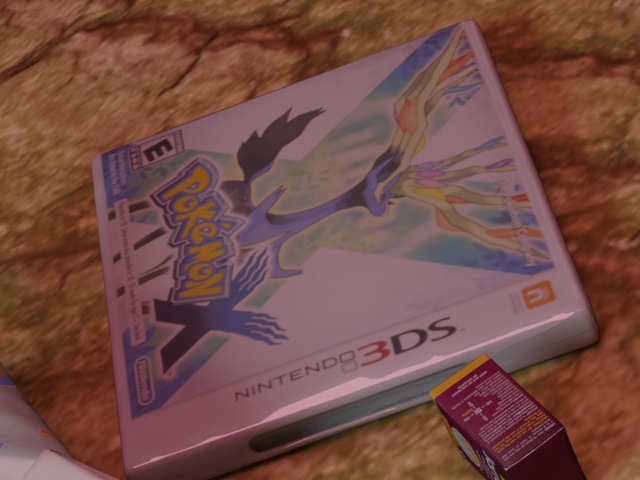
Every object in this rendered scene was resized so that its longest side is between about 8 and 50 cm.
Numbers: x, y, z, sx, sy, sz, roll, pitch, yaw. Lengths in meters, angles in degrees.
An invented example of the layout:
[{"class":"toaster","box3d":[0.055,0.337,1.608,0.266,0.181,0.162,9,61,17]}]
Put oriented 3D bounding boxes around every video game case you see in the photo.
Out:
[{"class":"video game case","box3d":[0.000,0.000,1.310,0.300,0.036,0.329,-20,39,5]}]

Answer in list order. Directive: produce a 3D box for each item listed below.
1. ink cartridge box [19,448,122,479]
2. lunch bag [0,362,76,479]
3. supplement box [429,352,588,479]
[{"class":"ink cartridge box","box3d":[-0.103,0.319,0.761,0.160,0.279,0.384,18,64,46]},{"class":"lunch bag","box3d":[-0.268,0.188,1.139,0.262,0.160,0.223,-30,40,-16]},{"class":"supplement box","box3d":[0.106,0.112,1.116,0.043,0.055,0.083,-34,39,-10]}]
